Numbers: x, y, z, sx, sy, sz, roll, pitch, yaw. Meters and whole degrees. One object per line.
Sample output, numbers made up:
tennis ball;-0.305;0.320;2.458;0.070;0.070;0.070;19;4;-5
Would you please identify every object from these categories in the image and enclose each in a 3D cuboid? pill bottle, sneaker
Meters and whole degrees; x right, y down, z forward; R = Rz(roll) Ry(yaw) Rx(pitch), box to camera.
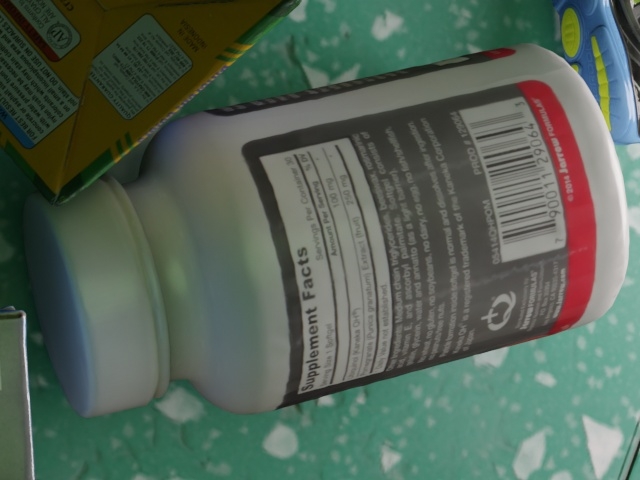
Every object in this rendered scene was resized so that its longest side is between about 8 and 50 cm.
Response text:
pill bottle;0.000;0.000;1.122;0.319;0.176;0.176;-13;92;-18
sneaker;0.194;-0.155;1.259;0.078;0.067;0.188;-1;86;-39

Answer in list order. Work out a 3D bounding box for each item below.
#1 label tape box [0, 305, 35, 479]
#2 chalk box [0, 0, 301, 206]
label tape box;-0.208;0.204;1.012;0.106;0.241;0.333;-5;89;-18
chalk box;-0.103;-0.174;1.072;0.179;0.289;0.180;-38;98;18
